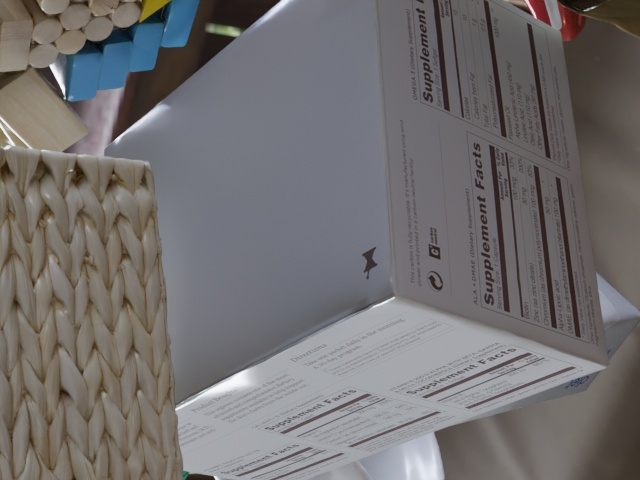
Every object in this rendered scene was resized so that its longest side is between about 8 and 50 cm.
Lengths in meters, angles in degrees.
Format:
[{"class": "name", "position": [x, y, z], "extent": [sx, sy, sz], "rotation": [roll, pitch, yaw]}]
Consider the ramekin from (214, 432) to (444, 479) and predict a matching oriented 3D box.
[{"class": "ramekin", "position": [-0.008, 0.170, 1.136], "extent": [0.135, 0.277, 0.277], "rotation": [-32, 49, 17]}]

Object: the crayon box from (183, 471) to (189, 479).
[{"class": "crayon box", "position": [-0.278, 0.316, 1.357], "extent": [0.165, 0.081, 0.278], "rotation": [36, 126, 10]}]

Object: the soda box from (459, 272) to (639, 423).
[{"class": "soda box", "position": [0.142, 0.078, 0.963], "extent": [0.091, 0.286, 0.098], "rotation": [48, 121, 30]}]

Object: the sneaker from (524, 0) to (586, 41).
[{"class": "sneaker", "position": [0.137, -0.261, 0.980], "extent": [0.128, 0.087, 0.221], "rotation": [-14, 96, 32]}]

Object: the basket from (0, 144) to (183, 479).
[{"class": "basket", "position": [-0.130, 0.049, 0.506], "extent": [0.113, 0.103, 0.167], "rotation": [-22, 71, 56]}]

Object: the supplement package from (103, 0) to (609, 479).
[{"class": "supplement package", "position": [0.000, 0.000, 0.652], "extent": [0.262, 0.145, 0.204], "rotation": [-30, 52, 43]}]

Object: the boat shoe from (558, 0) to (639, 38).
[{"class": "boat shoe", "position": [0.164, -0.148, 0.635], "extent": [0.056, 0.152, 0.049], "rotation": [-16, 71, 35]}]

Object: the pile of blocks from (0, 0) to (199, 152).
[{"class": "pile of blocks", "position": [-0.200, -0.154, 0.807], "extent": [0.113, 0.362, 0.149], "rotation": [57, 178, 32]}]
